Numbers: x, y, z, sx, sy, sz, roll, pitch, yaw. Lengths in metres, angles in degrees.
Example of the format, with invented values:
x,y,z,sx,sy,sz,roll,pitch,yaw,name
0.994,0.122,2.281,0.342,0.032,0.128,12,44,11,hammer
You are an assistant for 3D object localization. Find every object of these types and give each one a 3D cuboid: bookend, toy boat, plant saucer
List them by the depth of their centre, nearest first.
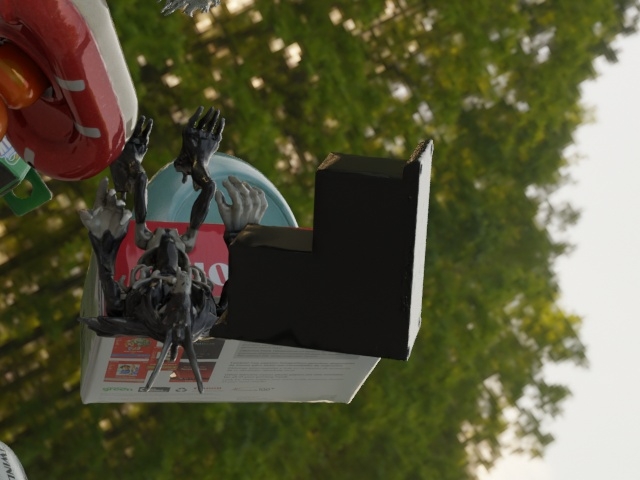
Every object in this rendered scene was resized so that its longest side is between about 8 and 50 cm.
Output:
x,y,z,sx,sy,sz,roll,pitch,yaw,name
0.000,0.000,0.976,0.072,0.157,0.156,-57,150,-69,bookend
-0.243,-0.124,1.003,0.151,0.151,0.231,34,-23,23,toy boat
-0.123,0.035,1.696,0.044,0.317,0.317,-8,-67,43,plant saucer

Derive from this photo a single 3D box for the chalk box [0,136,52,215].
x,y,z,sx,sy,sz,roll,pitch,yaw,name
-0.524,-0.160,1.920,0.180,0.179,0.289,-25,-60,34,chalk box

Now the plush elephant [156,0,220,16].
x,y,z,sx,sy,sz,roll,pitch,yaw,name
-0.063,-0.401,1.249,0.330,0.272,0.255,-26,-109,37,plush elephant

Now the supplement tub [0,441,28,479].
x,y,z,sx,sy,sz,roll,pitch,yaw,name
-0.351,0.378,1.271,0.338,0.207,0.207,56,-16,36,supplement tub

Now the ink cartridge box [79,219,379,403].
x,y,z,sx,sy,sz,roll,pitch,yaw,name
-0.086,0.066,1.345,0.272,0.310,0.130,119,-31,-58,ink cartridge box

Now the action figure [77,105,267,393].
x,y,z,sx,sy,sz,roll,pitch,yaw,name
-0.136,-0.005,1.138,0.141,0.164,0.275,102,-18,-47,action figure
